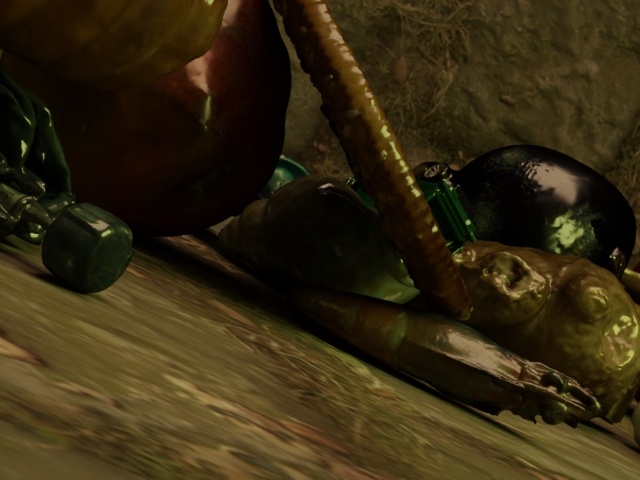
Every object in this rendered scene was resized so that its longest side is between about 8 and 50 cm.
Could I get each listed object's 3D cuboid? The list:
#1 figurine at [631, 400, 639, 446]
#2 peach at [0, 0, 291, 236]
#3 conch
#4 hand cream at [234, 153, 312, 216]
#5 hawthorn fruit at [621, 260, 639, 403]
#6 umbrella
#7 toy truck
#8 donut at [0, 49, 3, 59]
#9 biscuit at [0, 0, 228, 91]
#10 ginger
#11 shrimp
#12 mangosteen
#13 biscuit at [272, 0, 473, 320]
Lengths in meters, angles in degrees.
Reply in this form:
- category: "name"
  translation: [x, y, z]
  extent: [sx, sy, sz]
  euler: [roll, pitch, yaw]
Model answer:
- category: "figurine"
  translation: [0.329, 0.136, 1.419]
  extent: [0.109, 0.129, 0.178]
  euler: [20, 5, -20]
- category: "peach"
  translation: [-0.123, -0.112, 1.232]
  extent: [0.232, 0.232, 0.257]
  euler: [23, -1, -32]
- category: "conch"
  translation: [0.006, 0.007, 1.402]
  extent: [0.173, 0.106, 0.116]
  euler: [38, 0, 3]
- category: "hand cream"
  translation: [-0.108, -0.052, 1.575]
  extent: [0.120, 0.061, 0.270]
  euler: [22, -10, -33]
- category: "hawthorn fruit"
  translation: [0.430, 0.086, 1.765]
  extent: [0.330, 0.287, 0.287]
  euler: [24, 3, -20]
- category: "umbrella"
  translation: [-0.241, -0.081, 0.949]
  extent: [0.349, 0.094, 0.143]
  euler: [32, 20, 24]
- category: "toy truck"
  translation: [0.074, -0.026, 1.456]
  extent: [0.147, 0.079, 0.065]
  euler: [18, -39, 60]
- category: "donut"
  translation: [-0.349, -0.210, 1.835]
  extent: [0.330, 0.160, 0.330]
  euler: [33, 11, -7]
- category: "biscuit"
  translation: [-0.215, -0.179, 0.995]
  extent: [0.326, 0.107, 0.326]
  euler: [26, -2, 1]
- category: "ginger"
  translation: [0.160, 0.061, 1.464]
  extent: [0.270, 0.123, 0.219]
  euler: [19, -15, 20]
- category: "shrimp"
  translation: [0.091, 0.083, 1.208]
  extent: [0.251, 0.052, 0.143]
  euler: [26, 0, 24]
- category: "mangosteen"
  translation: [0.187, 0.013, 1.656]
  extent: [0.243, 0.243, 0.243]
  euler: [25, 3, -2]
- category: "biscuit"
  translation: [0.033, -0.072, 1.233]
  extent: [0.305, 0.038, 0.305]
  euler: [63, 2, -4]
